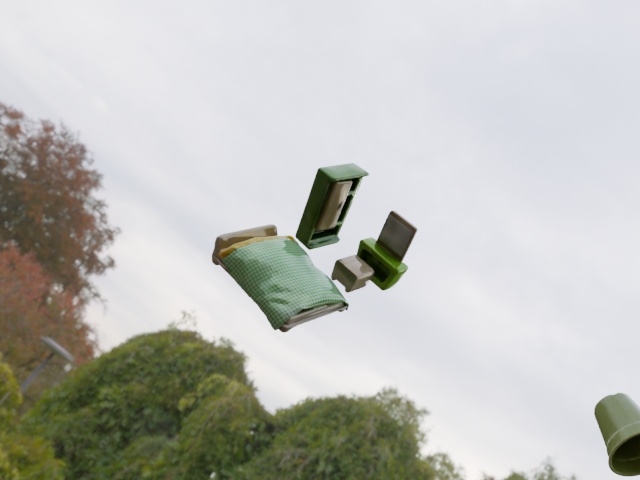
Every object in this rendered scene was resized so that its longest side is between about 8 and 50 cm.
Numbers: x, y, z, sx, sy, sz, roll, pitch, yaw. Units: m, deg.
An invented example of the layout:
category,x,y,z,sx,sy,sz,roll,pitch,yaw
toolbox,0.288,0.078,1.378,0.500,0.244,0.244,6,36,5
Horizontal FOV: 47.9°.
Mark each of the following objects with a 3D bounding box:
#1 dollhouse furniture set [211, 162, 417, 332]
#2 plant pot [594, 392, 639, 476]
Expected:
category,x,y,z,sx,sy,sz,roll,pitch,yaw
dollhouse furniture set,0.000,0.000,1.174,0.197,0.301,0.151,41,-55,28
plant pot,0.381,0.234,0.896,0.083,0.083,0.079,51,14,-33
